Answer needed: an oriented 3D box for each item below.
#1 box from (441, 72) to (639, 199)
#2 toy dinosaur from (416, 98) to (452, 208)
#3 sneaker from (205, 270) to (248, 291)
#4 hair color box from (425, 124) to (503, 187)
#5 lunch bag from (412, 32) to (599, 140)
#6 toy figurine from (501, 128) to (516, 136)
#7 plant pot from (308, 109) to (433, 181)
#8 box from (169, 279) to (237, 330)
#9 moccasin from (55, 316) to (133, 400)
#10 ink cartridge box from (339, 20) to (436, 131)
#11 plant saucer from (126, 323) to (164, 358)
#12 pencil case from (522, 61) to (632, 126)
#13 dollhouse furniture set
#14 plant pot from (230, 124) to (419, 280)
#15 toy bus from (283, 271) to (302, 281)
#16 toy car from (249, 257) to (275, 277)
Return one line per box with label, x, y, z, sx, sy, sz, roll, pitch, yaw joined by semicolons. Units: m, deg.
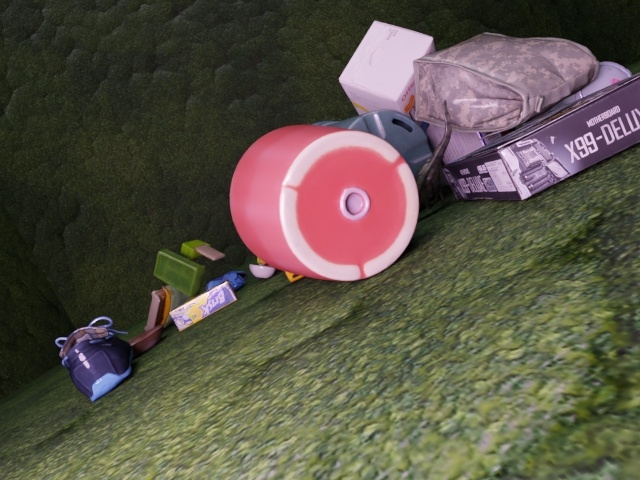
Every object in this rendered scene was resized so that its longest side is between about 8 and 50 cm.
box;0.348;-0.149;0.653;0.242;0.077;0.307;-27;3;6
toy dinosaur;0.225;-0.135;0.850;0.064;0.268;0.118;24;10;27
sneaker;-0.302;0.142;1.364;0.082;0.069;0.209;-23;5;16
hair color box;0.342;-0.251;1.199;0.110;0.185;0.338;-30;5;-35
lunch bag;0.379;-0.322;0.874;0.235;0.169;0.287;-29;38;-21
toy figurine;0.694;-0.438;1.459;0.209;0.148;0.213;-25;5;38
plant pot;0.094;-0.170;1.077;0.341;0.341;0.334;-29;13;-17
box;-0.309;0.171;1.114;0.168;0.059;0.054;-29;7;-10
moccasin;-0.463;0.223;0.866;0.137;0.117;0.342;-40;15;-32
ink cartridge box;0.189;-0.386;1.049;0.171;0.168;0.232;-60;-27;0
plant saucer;-0.495;0.285;1.090;0.198;0.036;0.198;-27;4;2
pencil case;0.588;-0.324;0.984;0.124;0.114;0.273;-25;5;1
dollhouse furniture set;-0.427;0.174;1.353;0.197;0.151;0.302;-25;-44;-66
plant pot;0.009;-0.058;0.646;0.274;0.275;0.243;-29;14;-12
toy bus;-0.073;-0.003;1.015;0.108;0.130;0.332;-28;19;-7
toy car;-0.144;0.037;1.290;0.136;0.159;0.182;7;-4;-12
